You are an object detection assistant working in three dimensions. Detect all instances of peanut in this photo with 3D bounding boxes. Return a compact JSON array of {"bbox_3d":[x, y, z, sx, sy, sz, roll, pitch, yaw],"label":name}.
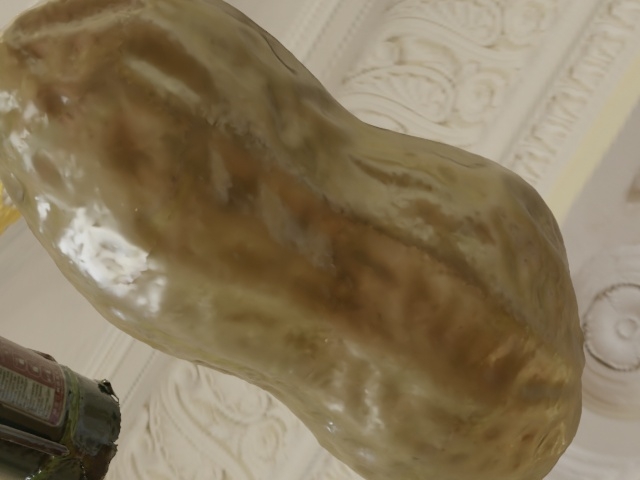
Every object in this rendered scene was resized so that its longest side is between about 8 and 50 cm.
[{"bbox_3d":[0.000,0.000,0.475,0.256,0.123,0.123,37,-88,-28],"label":"peanut"}]

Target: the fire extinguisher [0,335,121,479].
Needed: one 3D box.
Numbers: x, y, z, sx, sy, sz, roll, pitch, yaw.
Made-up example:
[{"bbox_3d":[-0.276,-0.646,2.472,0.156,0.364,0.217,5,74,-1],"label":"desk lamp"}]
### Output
[{"bbox_3d":[-0.263,0.081,0.895,0.294,0.118,0.093,33,-75,-38],"label":"fire extinguisher"}]
